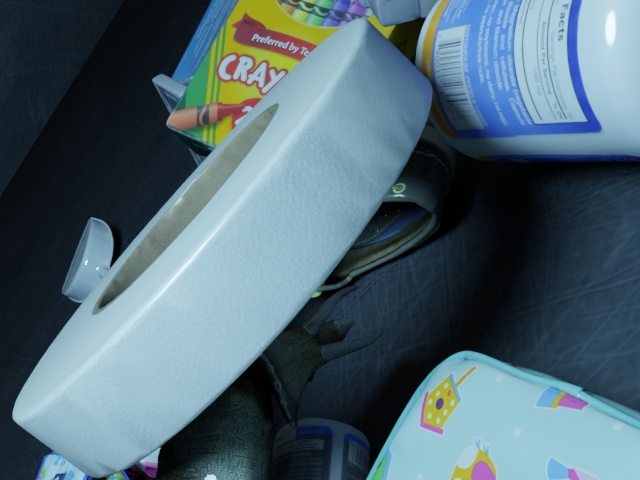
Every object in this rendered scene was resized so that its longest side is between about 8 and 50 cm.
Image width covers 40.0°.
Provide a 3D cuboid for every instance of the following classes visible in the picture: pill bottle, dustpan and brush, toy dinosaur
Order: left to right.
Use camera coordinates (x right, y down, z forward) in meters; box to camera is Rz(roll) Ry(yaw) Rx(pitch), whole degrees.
[{"bbox_3d":[-0.370,0.047,1.458,0.147,0.060,0.211,-69,21,0],"label":"dustpan and brush"},{"bbox_3d":[-0.079,0.170,0.601,0.160,0.121,0.313,-40,24,52],"label":"toy dinosaur"},{"bbox_3d":[-0.004,0.210,0.652,0.078,0.078,0.137,-34,34,37],"label":"pill bottle"},{"bbox_3d":[0.201,-0.129,0.600,0.272,0.152,0.152,8,68,60],"label":"pill bottle"}]

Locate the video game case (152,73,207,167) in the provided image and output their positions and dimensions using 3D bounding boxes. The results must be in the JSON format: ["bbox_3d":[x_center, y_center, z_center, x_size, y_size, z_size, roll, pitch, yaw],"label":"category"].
[{"bbox_3d":[-0.162,-0.135,1.182,0.022,0.173,0.190,-31,25,-11],"label":"video game case"}]

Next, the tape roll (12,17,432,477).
[{"bbox_3d":[-0.076,-0.004,0.664,0.392,0.072,0.392,-45,14,15],"label":"tape roll"}]

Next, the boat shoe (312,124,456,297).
[{"bbox_3d":[-0.003,-0.003,0.844,0.305,0.109,0.091,-30,32,35],"label":"boat shoe"}]

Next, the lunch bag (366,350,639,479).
[{"bbox_3d":[0.116,0.189,0.446,0.279,0.108,0.224,16,80,63],"label":"lunch bag"}]

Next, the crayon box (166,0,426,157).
[{"bbox_3d":[-0.009,-0.218,1.006,0.202,0.081,0.318,25,81,26],"label":"crayon box"}]

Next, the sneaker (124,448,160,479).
[{"bbox_3d":[-0.212,0.204,0.986,0.252,0.103,0.111,-5,55,47],"label":"sneaker"}]

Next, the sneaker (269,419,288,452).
[{"bbox_3d":[-0.042,0.218,0.734,0.059,0.053,0.144,-30,36,45],"label":"sneaker"}]

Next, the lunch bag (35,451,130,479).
[{"bbox_3d":[-0.241,0.287,0.886,0.129,0.096,0.151,-19,74,47],"label":"lunch bag"}]

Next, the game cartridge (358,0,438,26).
[{"bbox_3d":[0.123,-0.323,0.902,0.230,0.068,0.355,-10,34,-5],"label":"game cartridge"}]

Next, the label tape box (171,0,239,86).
[{"bbox_3d":[-0.059,-0.320,1.272,0.348,0.115,0.249,-2,60,54],"label":"label tape box"}]
